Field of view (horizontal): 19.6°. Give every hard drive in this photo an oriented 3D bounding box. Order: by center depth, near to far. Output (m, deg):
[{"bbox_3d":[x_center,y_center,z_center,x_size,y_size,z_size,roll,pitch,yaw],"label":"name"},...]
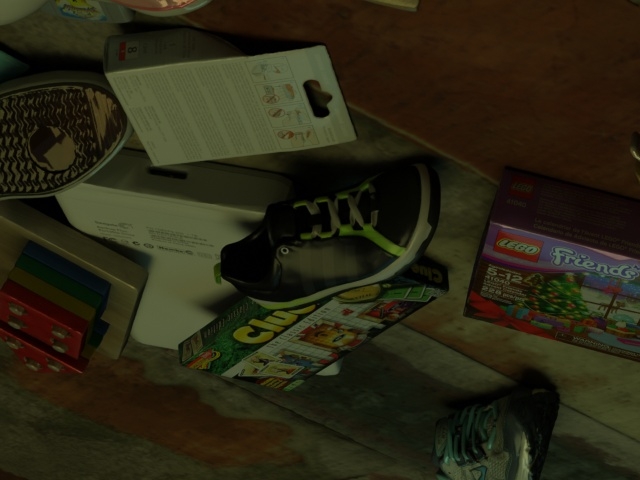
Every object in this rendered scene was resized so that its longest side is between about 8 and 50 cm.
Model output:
[{"bbox_3d":[-0.113,0.025,1.808,0.233,0.047,0.353,9,154,14],"label":"hard drive"}]

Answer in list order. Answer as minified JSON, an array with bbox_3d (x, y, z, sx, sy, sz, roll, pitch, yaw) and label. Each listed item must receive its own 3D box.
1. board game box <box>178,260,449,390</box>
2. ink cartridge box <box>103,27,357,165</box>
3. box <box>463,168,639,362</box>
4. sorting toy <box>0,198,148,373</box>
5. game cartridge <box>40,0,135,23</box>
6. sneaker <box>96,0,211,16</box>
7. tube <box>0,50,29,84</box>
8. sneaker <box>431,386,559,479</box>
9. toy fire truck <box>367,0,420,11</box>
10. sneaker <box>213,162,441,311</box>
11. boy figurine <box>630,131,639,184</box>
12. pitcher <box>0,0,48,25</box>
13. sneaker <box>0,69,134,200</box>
[{"bbox_3d":[-0.011,0.074,1.771,0.136,0.030,0.259,18,144,-31],"label":"board game box"},{"bbox_3d":[-0.071,-0.123,1.507,0.179,0.045,0.145,-8,150,9],"label":"ink cartridge box"},{"bbox_3d":[0.278,0.041,1.588,0.293,0.057,0.201,14,154,5],"label":"box"},{"bbox_3d":[-0.316,0.045,1.857,0.257,0.089,0.255,28,158,-1],"label":"sorting toy"},{"bbox_3d":[-0.188,-0.191,1.444,0.083,0.017,0.056,9,158,17],"label":"game cartridge"},{"bbox_3d":[-0.141,-0.202,1.347,0.134,0.051,0.070,9,160,25],"label":"sneaker"},{"bbox_3d":[-0.343,-0.134,1.624,0.080,0.052,0.207,22,151,-35],"label":"tube"},{"bbox_3d":[0.177,0.226,1.979,0.122,0.110,0.283,17,155,6],"label":"sneaker"},{"bbox_3d":[0.010,-0.259,0.906,0.217,0.246,0.158,7,153,19],"label":"toy fire truck"},{"bbox_3d":[0.000,0.000,1.582,0.097,0.084,0.234,21,140,-39],"label":"sneaker"},{"bbox_3d":[0.319,-0.046,1.346,0.177,0.092,0.285,5,153,23],"label":"boy figurine"},{"bbox_3d":[-0.237,-0.253,1.246,0.178,0.125,0.207,36,145,6],"label":"pitcher"},{"bbox_3d":[-0.274,-0.092,1.635,0.290,0.123,0.106,-20,110,28],"label":"sneaker"}]
